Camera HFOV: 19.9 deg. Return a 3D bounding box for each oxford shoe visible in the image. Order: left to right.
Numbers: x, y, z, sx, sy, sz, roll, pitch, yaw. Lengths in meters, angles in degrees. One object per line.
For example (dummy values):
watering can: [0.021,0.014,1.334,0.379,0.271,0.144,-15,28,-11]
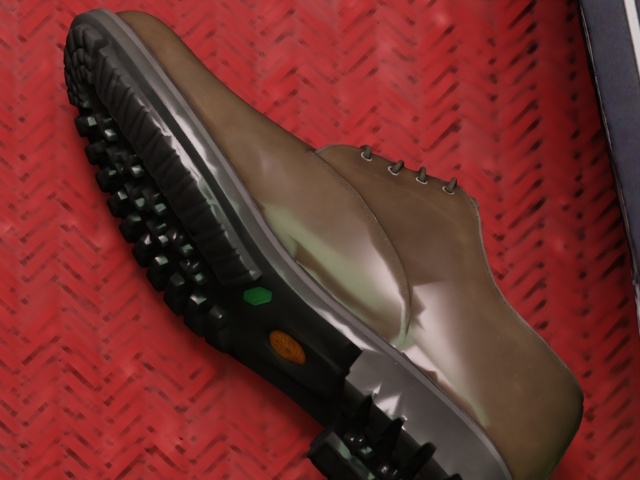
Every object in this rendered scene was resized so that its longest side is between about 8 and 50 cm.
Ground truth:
oxford shoe: [0.000,0.000,0.635,0.096,0.083,0.227,-39,85,-29]

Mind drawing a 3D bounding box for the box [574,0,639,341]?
box: [0.230,-0.132,0.547,0.296,0.183,0.294,-14,82,29]
